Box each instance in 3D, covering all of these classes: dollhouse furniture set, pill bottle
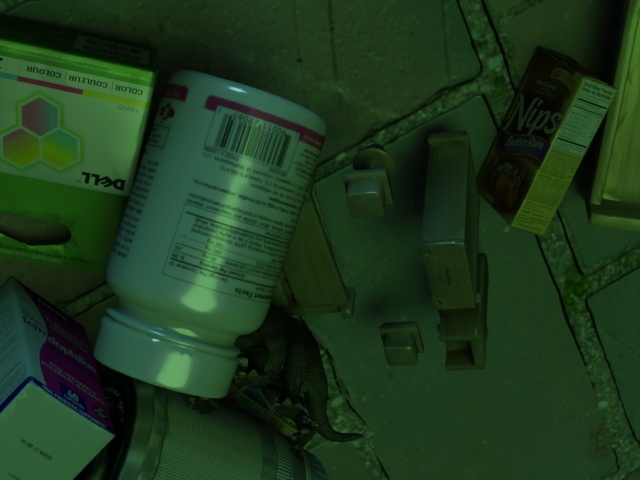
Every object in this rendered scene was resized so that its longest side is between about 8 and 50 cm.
[{"bbox_3d":[0.000,0.000,1.367,0.356,0.173,0.303,-4,135,14],"label":"dollhouse furniture set"},{"bbox_3d":[-0.109,-0.005,1.136,0.160,0.160,0.283,18,91,-27],"label":"pill bottle"}]

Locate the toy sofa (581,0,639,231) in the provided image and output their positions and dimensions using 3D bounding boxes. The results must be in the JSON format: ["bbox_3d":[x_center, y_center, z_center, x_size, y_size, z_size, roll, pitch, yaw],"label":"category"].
[{"bbox_3d":[0.401,-0.196,1.367,0.150,0.177,0.362,7,115,4],"label":"toy sofa"}]

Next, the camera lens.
[{"bbox_3d":[-0.155,0.276,1.300,0.274,0.219,0.219,28,103,-28],"label":"camera lens"}]

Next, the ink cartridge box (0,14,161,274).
[{"bbox_3d":[-0.273,-0.077,1.174,0.189,0.097,0.255,11,111,-10],"label":"ink cartridge box"}]

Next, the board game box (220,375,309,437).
[{"bbox_3d":[-0.119,0.202,1.425,0.136,0.035,0.201,-46,121,6],"label":"board game box"}]

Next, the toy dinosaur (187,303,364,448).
[{"bbox_3d":[-0.057,0.122,1.285,0.314,0.160,0.121,24,134,-24],"label":"toy dinosaur"}]

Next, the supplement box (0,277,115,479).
[{"bbox_3d":[-0.303,0.152,1.226,0.114,0.220,0.111,-46,122,5],"label":"supplement box"}]

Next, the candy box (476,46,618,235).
[{"bbox_3d":[0.251,-0.113,1.354,0.053,0.109,0.186,15,110,-26],"label":"candy box"}]
